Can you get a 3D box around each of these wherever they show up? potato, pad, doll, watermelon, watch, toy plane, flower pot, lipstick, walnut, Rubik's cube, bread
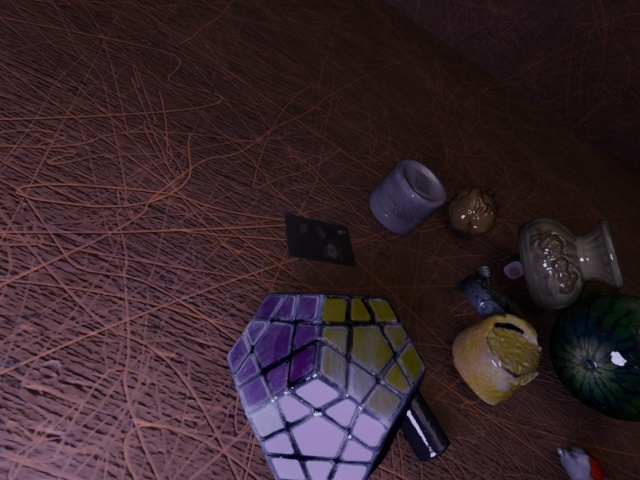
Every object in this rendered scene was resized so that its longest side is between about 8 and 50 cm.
[{"bbox_3d":[0.959,0.265,1.336,0.308,0.173,0.210,32,42,-6],"label":"potato"},{"bbox_3d":[0.000,0.000,1.003,0.190,0.004,0.127,10,52,-28],"label":"pad"},{"bbox_3d":[0.635,0.547,0.959,0.228,0.075,0.102,35,29,-20],"label":"doll"},{"bbox_3d":[0.811,0.312,1.084,0.364,0.363,0.362,19,48,-22],"label":"watermelon"},{"bbox_3d":[0.472,0.180,1.098,0.206,0.068,0.193,40,19,-5],"label":"watch"},{"bbox_3d":[0.618,-0.129,1.492,0.130,0.061,0.189,34,48,-9],"label":"toy plane"},{"bbox_3d":[0.780,0.058,1.254,0.308,0.244,0.307,25,57,-48],"label":"flower pot"},{"bbox_3d":[0.691,0.076,1.385,0.186,0.063,0.057,-21,73,-50],"label":"lipstick"},{"bbox_3d":[0.504,-0.102,1.328,0.156,0.155,0.184,35,42,-6],"label":"walnut"},{"bbox_3d":[0.009,0.218,0.647,0.264,0.318,0.319,27,38,25],"label":"Rubik's cube"},{"bbox_3d":[0.420,0.279,0.956,0.197,0.170,0.196,9,56,-14],"label":"bread"},{"bbox_3d":[0.513,0.135,1.229,0.037,0.037,0.116,13,54,-26],"label":"lipstick"}]

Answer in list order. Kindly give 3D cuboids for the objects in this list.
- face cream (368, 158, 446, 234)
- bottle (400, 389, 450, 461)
[{"bbox_3d":[0.254,-0.130,1.174,0.178,0.153,0.177,18,49,-22],"label":"face cream"},{"bbox_3d":[0.164,0.315,0.816,0.082,0.072,0.244,1,54,-56],"label":"bottle"}]
